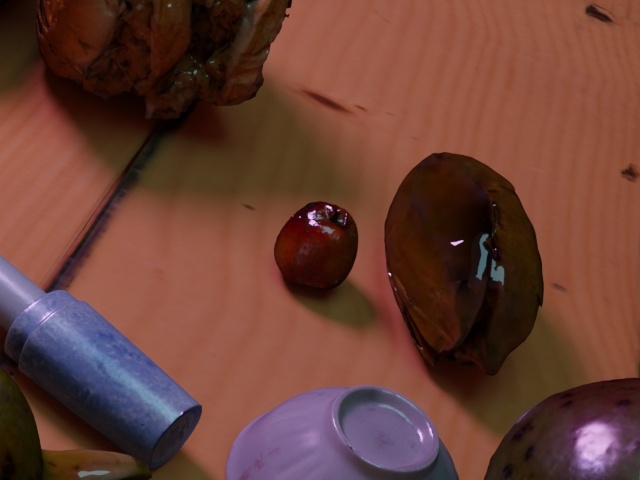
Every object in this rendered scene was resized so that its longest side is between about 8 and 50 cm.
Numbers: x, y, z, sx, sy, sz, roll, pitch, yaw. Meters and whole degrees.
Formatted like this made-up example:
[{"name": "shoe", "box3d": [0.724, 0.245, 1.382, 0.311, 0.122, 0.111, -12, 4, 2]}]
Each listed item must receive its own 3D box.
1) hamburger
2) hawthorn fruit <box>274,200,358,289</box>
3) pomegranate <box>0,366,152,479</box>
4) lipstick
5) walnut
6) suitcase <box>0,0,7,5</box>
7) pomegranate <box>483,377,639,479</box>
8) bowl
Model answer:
[{"name": "hamburger", "box3d": [-0.146, -0.254, 1.307, 0.211, 0.260, 0.245, 5, 63, -22]}, {"name": "hawthorn fruit", "box3d": [-0.003, 0.003, 1.225, 0.077, 0.077, 0.077, 16, 36, -12]}, {"name": "pomegranate", "box3d": [-0.222, 0.150, 0.840, 0.240, 0.159, 0.190, 30, 36, -1]}, {"name": "lipstick", "box3d": [-0.206, 0.060, 1.043, 0.274, 0.061, 0.068, 37, 40, 16]}, {"name": "walnut", "box3d": [0.125, 0.016, 1.237, 0.137, 0.137, 0.245, 9, 39, -20]}, {"name": "suitcase", "box3d": [-0.367, -0.330, 1.362, 0.236, 0.161, 0.297, 26, 36, 6]}, {"name": "pomegranate", "box3d": [0.226, 0.240, 0.945, 0.242, 0.242, 0.306, 10, 56, -19]}, {"name": "bowl", "box3d": [0.033, 0.162, 1.031, 0.189, 0.086, 0.189, 15, 37, -12]}]
